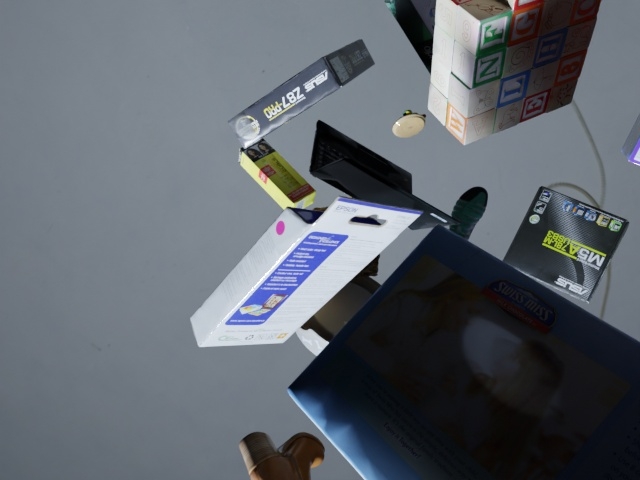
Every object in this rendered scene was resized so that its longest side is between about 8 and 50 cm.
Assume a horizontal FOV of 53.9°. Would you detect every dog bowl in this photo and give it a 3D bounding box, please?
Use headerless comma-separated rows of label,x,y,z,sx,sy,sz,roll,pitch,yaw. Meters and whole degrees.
dog bowl,0.073,0.235,1.916,0.349,0.349,0.102,21,128,-4

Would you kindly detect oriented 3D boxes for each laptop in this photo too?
laptop,0.112,-0.131,1.144,0.234,0.264,0.136,28,131,-19

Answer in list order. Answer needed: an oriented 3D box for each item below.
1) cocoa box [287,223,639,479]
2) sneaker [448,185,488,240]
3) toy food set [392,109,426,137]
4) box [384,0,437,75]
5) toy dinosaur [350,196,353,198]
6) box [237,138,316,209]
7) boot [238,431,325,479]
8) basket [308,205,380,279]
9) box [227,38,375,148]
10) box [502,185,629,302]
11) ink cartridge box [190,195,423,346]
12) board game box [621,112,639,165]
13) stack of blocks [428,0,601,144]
cocoa box,0.186,0.190,0.562,0.231,0.347,0.228,-47,135,-6
sneaker,0.411,-0.054,1.809,0.083,0.098,0.223,30,102,15
toy food set,0.209,-0.272,1.479,0.083,0.020,0.082,13,141,-39
box,0.256,-0.480,1.350,0.058,0.232,0.322,-7,141,40
toy dinosaur,0.073,-0.152,1.757,0.047,0.082,0.090,-7,121,-6
box,-0.120,-0.174,1.705,0.232,0.087,0.058,47,149,20
boot,-0.041,0.533,1.381,0.109,0.220,0.283,-43,142,7
basket,0.000,0.000,1.863,0.299,0.223,0.213,-8,106,-27
box,-0.041,-0.410,1.711,0.318,0.395,0.097,-25,104,25
box,0.504,0.007,1.303,0.191,0.045,0.184,28,91,24
ink cartridge box,-0.031,0.043,0.946,0.176,0.069,0.371,6,141,-43
board game box,0.739,-0.320,1.282,0.078,0.233,0.347,25,111,15
stack of blocks,0.227,-0.272,0.722,0.171,0.087,0.297,-21,141,-14
